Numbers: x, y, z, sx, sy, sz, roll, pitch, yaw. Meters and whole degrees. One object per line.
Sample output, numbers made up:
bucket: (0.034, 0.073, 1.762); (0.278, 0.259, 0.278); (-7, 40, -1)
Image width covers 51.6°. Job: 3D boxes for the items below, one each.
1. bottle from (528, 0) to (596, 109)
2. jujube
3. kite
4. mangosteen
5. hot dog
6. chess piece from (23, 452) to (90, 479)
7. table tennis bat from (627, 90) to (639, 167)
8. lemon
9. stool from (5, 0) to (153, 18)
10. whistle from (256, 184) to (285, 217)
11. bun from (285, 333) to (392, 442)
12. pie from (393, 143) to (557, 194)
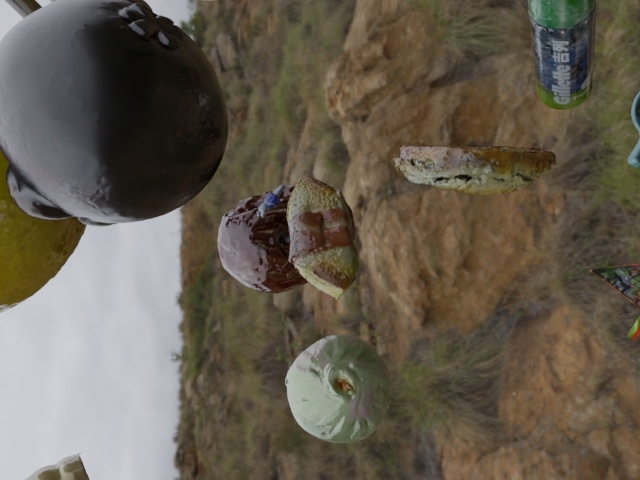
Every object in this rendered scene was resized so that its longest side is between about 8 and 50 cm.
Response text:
bottle: (0.363, -0.316, 0.994); (0.330, 0.093, 0.093); (43, -139, -62)
jujube: (-0.088, -0.008, 1.752); (0.276, 0.376, 0.277); (33, 134, 43)
kite: (0.612, 0.102, 1.220); (0.183, 0.241, 0.014); (-55, -12, -4)
mangosteen: (-0.278, -0.150, 0.831); (0.297, 0.313, 0.297); (57, -167, -20)
hot dog: (0.003, 0.004, 1.192); (0.093, 0.123, 0.262); (101, 167, -52)
chess piece: (-0.438, 0.367, 0.825); (0.137, 0.300, 0.137); (29, 123, 57)
table tennis bat: (0.717, -0.246, 1.430); (0.201, 0.124, 0.033); (-60, 1, -9)
lemon: (-0.547, -0.038, 1.032); (0.364, 0.363, 0.365); (179, 90, -87)
stool: (-0.522, -0.502, 1.434); (0.179, 0.272, 0.272); (60, 180, -8)
whistle: (-0.100, -0.080, 1.354); (0.083, 0.029, 0.033); (-50, -20, 8)
bun: (0.058, 0.396, 1.751); (0.187, 0.292, 0.294); (148, 121, -81)
pie: (0.282, -0.134, 1.229); (0.308, 0.308, 0.086); (-113, 25, -81)
